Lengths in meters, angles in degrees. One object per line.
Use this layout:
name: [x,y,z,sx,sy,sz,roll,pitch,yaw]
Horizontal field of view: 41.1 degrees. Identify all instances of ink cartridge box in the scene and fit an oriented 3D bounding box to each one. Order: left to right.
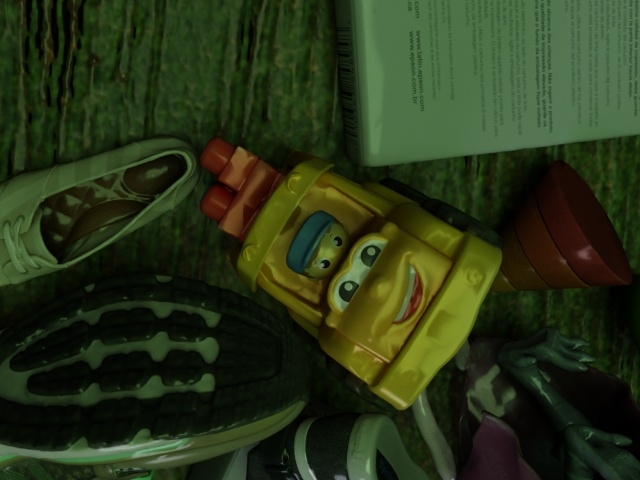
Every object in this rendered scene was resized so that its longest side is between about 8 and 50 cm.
ink cartridge box: [0.170,-0.238,0.687,0.330,0.071,0.323,-8,105,-15]

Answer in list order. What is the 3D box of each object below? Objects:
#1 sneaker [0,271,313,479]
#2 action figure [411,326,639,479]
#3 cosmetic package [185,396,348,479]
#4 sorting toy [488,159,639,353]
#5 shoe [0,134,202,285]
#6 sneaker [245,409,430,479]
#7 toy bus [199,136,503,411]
sneaker: [-0.185,0.152,0.635,0.411,0.158,0.182,-14,131,17]
action figure: [0.160,0.277,0.746,0.276,0.248,0.370,22,127,15]
cosmetic package: [-0.060,0.252,0.733,0.127,0.107,0.237,25,99,-18]
sorting toy: [0.263,0.096,0.791,0.126,0.127,0.365,-31,114,26]
shoe: [-0.193,-0.023,0.654,0.219,0.058,0.076,-26,108,-6]
sneaker: [0.014,0.193,0.653,0.121,0.079,0.216,1,137,24]
toy bus: [0.000,0.000,0.628,0.211,0.220,0.149,33,92,-14]
